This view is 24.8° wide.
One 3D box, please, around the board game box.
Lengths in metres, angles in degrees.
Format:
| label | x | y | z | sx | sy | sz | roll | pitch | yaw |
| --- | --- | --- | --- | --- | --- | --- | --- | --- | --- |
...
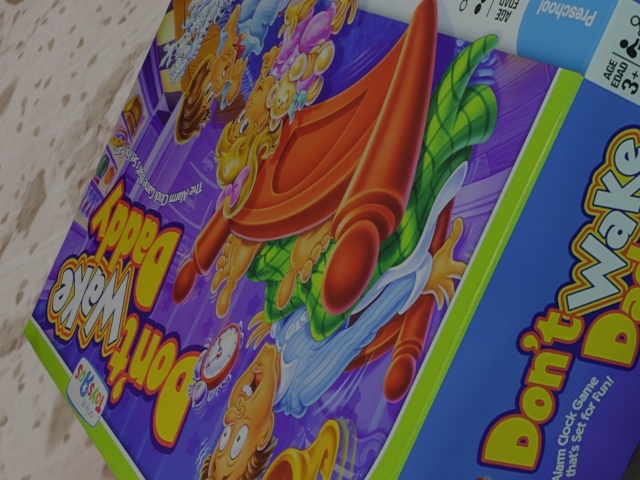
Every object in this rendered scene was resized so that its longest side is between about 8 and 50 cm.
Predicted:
| label | x | y | z | sx | sy | sz | roll | pitch | yaw |
| --- | --- | --- | --- | --- | --- | --- | --- | --- | --- |
| board game box | 0.000 | 0.000 | 0.566 | 0.233 | 0.078 | 0.347 | -66 | 27 | 5 |
